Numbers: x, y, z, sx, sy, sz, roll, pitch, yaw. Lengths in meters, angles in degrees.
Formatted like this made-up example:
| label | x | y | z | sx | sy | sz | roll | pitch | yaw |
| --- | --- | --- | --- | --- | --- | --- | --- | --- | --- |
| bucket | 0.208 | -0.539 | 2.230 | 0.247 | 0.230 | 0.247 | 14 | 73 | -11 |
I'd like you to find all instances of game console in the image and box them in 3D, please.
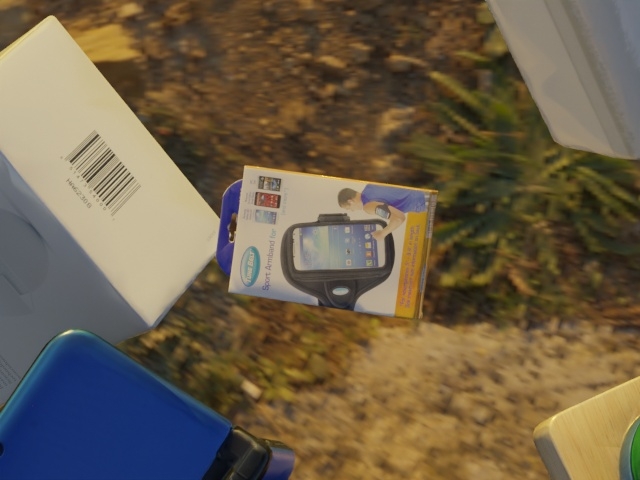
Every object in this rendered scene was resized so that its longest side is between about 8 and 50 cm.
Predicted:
| label | x | y | z | sx | sy | sz | roll | pitch | yaw |
| --- | --- | --- | --- | --- | --- | --- | --- | --- | --- |
| game console | -0.177 | 0.234 | 1.433 | 0.173 | 0.250 | 0.293 | 35 | 88 | 10 |

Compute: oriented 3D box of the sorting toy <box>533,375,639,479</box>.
| label | x | y | z | sx | sy | sz | roll | pitch | yaw |
| --- | --- | --- | --- | --- | --- | --- | --- | --- | --- |
| sorting toy | 0.294 | 0.166 | 1.071 | 0.255 | 0.089 | 0.257 | -21 | 79 | -23 |

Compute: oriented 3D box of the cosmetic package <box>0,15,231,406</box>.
| label | x | y | z | sx | sy | sz | roll | pitch | yaw |
| --- | --- | --- | --- | --- | --- | --- | --- | --- | --- |
| cosmetic package | -0.235 | -0.016 | 1.481 | 0.224 | 0.225 | 0.138 | 52 | 42 | -13 |

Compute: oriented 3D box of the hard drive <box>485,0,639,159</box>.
| label | x | y | z | sx | sy | sz | roll | pitch | yaw |
| --- | --- | --- | --- | --- | --- | --- | --- | --- | --- |
| hard drive | 0.070 | -0.183 | 0.478 | 0.203 | 0.040 | 0.307 | -65 | 149 | -18 |

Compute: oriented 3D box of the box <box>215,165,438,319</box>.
| label | x | y | z | sx | sy | sz | roll | pitch | yaw |
| --- | --- | --- | --- | --- | --- | --- | --- | --- | --- |
| box | 0.000 | 0.000 | 1.168 | 0.136 | 0.028 | 0.081 | 7 | 93 | 11 |
